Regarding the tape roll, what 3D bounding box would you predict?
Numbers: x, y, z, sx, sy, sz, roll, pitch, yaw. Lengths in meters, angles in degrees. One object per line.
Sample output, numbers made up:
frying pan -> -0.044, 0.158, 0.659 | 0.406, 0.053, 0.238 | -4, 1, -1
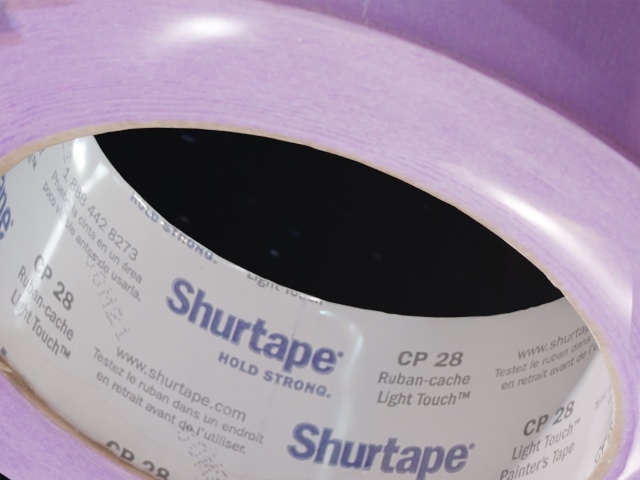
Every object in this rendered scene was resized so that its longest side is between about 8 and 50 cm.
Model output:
tape roll -> 0.000, 0.000, 0.542 | 0.275, 0.275, 0.090 | 46, -133, -32
